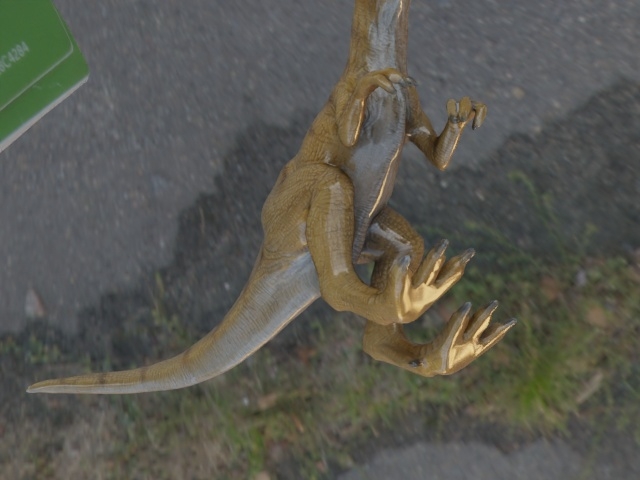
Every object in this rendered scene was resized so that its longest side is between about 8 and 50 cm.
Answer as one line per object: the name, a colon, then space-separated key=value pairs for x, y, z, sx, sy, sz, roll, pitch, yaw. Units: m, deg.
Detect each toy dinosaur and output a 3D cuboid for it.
toy dinosaur: x=0.000 y=0.000 z=0.501 sx=0.064 sy=0.112 sz=0.211 roll=6 pitch=121 yaw=-46

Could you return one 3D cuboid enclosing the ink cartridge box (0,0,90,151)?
ink cartridge box: x=-0.164 y=-0.004 z=0.356 sx=0.209 sy=0.109 sz=0.062 roll=-22 pitch=107 yaw=30
